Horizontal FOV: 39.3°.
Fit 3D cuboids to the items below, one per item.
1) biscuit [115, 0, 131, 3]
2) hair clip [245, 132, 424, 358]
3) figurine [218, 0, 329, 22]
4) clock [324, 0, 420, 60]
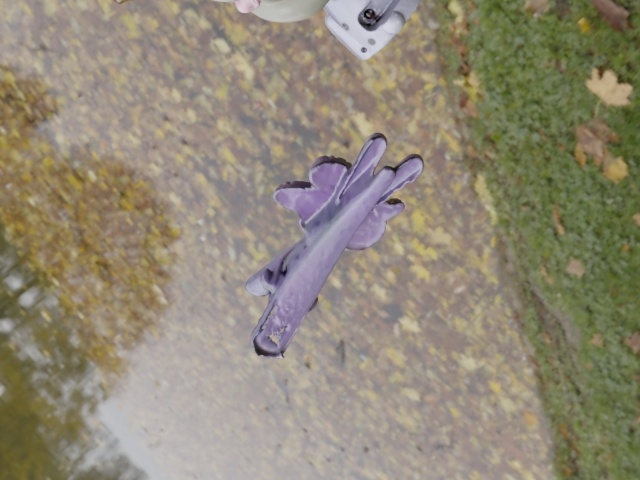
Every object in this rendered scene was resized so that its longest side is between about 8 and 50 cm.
[{"bbox_3d":[-0.300,-0.469,1.129,0.237,0.062,0.291,52,158,45],"label":"biscuit"},{"bbox_3d":[-0.003,-0.004,0.977,0.137,0.278,0.090,28,-162,-19],"label":"hair clip"},{"bbox_3d":[-0.075,-0.298,0.921,0.155,0.235,0.127,3,97,33],"label":"figurine"},{"bbox_3d":[0.029,-0.446,1.486,0.254,0.189,0.189,34,153,-17],"label":"clock"}]
